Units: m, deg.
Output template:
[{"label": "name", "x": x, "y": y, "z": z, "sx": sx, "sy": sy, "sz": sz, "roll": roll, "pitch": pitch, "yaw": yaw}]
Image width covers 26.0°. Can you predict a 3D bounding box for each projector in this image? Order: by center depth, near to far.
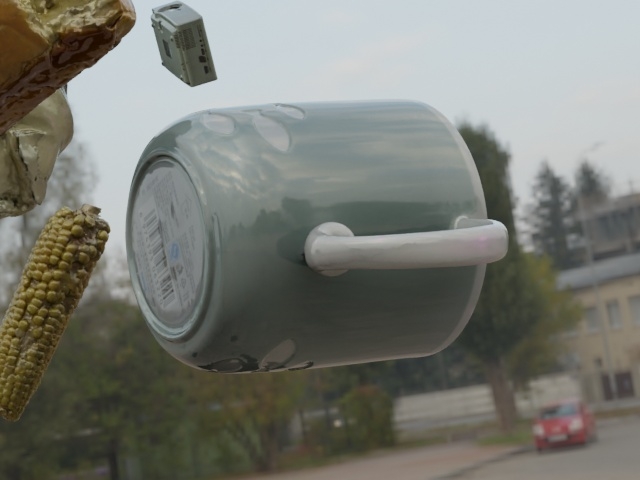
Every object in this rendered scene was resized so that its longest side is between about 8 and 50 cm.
[{"label": "projector", "x": -0.230, "y": -0.327, "z": 2.303, "sx": 0.061, "sy": 0.115, "sz": 0.147, "roll": -19, "pitch": 26, "yaw": -17}]

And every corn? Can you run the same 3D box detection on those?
[{"label": "corn", "x": -0.384, "y": 0.093, "z": 1.920, "sx": 0.097, "sy": 0.319, "sz": 0.097, "roll": 22, "pitch": -10, "yaw": 4}]

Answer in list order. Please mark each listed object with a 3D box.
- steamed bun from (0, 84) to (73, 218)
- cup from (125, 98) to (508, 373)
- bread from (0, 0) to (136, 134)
[{"label": "steamed bun", "x": -0.522, "y": -0.222, "z": 2.208, "sx": 0.237, "sy": 0.394, "sz": 0.346, "roll": -29, "pitch": -7, "yaw": -26}, {"label": "cup", "x": 0.000, "y": 0.000, "z": 1.278, "sx": 0.275, "sy": 0.259, "sz": 0.357, "roll": -5, "pitch": 6, "yaw": -31}, {"label": "bread", "x": -0.363, "y": -0.213, "z": 1.442, "sx": 0.344, "sy": 0.195, "sz": 0.149, "roll": -36, "pitch": -25, "yaw": 21}]
